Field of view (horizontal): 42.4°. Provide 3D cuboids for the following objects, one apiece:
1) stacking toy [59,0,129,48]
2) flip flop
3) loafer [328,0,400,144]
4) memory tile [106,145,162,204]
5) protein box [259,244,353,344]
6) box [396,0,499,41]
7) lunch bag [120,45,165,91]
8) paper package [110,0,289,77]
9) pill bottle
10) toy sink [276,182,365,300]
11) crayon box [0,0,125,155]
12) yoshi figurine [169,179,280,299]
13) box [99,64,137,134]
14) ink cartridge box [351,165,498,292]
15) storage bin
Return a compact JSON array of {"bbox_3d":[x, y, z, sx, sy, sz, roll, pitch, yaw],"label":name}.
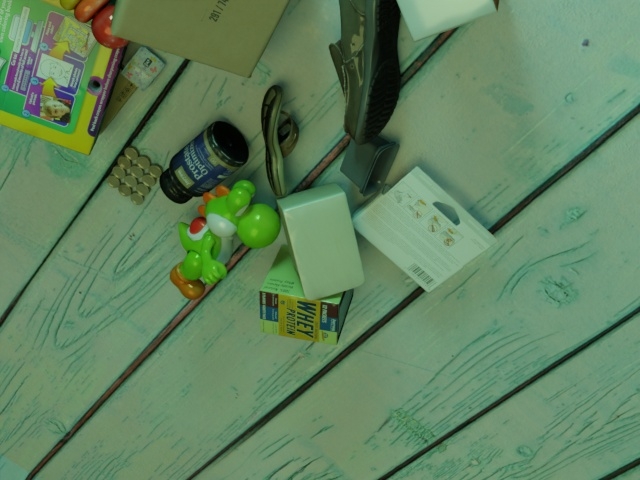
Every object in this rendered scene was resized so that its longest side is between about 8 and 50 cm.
[{"bbox_3d":[-0.508,-0.532,1.683,0.141,0.141,0.330,-35,108,32],"label":"stacking toy"},{"bbox_3d":[-0.088,-0.230,1.908,0.080,0.112,0.277,-9,122,-9],"label":"flip flop"},{"bbox_3d":[0.089,-0.385,1.745,0.130,0.134,0.365,21,120,31],"label":"loafer"},{"bbox_3d":[-0.476,-0.165,2.111,0.113,0.012,0.148,36,126,-10],"label":"memory tile"},{"bbox_3d":[-0.030,0.134,2.071,0.200,0.201,0.136,9,125,10],"label":"protein box"},{"bbox_3d":[0.197,-0.579,1.508,0.168,0.215,0.345,-14,119,24],"label":"box"},{"bbox_3d":[-0.409,-0.399,1.907,0.071,0.053,0.083,40,116,-14],"label":"lunch bag"},{"bbox_3d":[-0.219,-0.515,1.611,0.310,0.168,0.325,13,143,-22],"label":"paper package"},{"bbox_3d":[-0.284,-0.180,1.977,0.219,0.122,0.123,-34,109,32],"label":"pill bottle"},{"bbox_3d":[0.000,0.000,1.967,0.153,0.131,0.234,-17,108,-6],"label":"toy sink"},{"bbox_3d":[-0.617,-0.413,1.860,0.313,0.106,0.363,20,119,-13],"label":"crayon box"},{"bbox_3d":[-0.221,0.010,2.044,0.203,0.203,0.362,4,142,-32],"label":"yoshi figurine"},{"bbox_3d":[-0.547,-0.369,1.985,0.164,0.021,0.201,41,125,-13],"label":"box"},{"bbox_3d":[0.246,-0.033,1.967,0.275,0.060,0.239,41,124,-12],"label":"ink cartridge box"},{"bbox_3d":[0.110,-0.187,1.889,0.091,0.098,0.135,40,131,22],"label":"storage bin"}]
